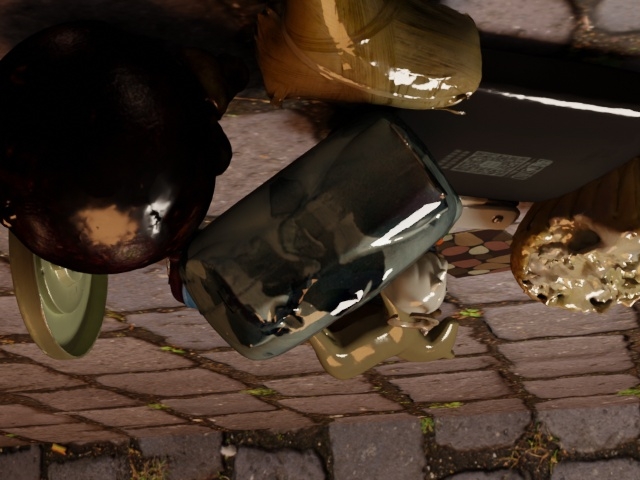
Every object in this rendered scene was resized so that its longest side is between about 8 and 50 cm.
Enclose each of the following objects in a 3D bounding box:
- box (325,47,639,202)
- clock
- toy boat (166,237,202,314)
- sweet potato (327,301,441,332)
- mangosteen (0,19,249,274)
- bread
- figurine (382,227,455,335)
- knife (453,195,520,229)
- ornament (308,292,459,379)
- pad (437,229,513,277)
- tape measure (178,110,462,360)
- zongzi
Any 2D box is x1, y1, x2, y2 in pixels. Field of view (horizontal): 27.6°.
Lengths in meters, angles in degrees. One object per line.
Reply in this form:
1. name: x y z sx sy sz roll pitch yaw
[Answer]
1. box: 0.174 -0.111 1.328 0.289 0.073 0.290 5 163 -21
2. clock: -0.278 0.013 1.419 0.029 0.235 0.235 -4 164 11
3. toy boat: -0.152 0.050 1.793 0.097 0.100 0.223 7 166 3
4. sweet potato: 0.081 0.132 2.179 0.281 0.059 0.067 4 172 -16
5. mangosteen: -0.171 -0.092 1.148 0.265 0.228 0.228 -30 175 -23
6. bread: 0.360 -0.008 1.572 0.274 0.149 0.274 0 158 0
7. figurine: 0.118 0.044 1.709 0.132 0.153 0.132 -1 163 0
8. knife: 0.128 -0.047 1.602 0.266 0.040 0.073 6 151 -24
9. ornament: 0.105 0.152 2.121 0.230 0.061 0.245 -28 132 4
10. pad: 0.227 0.020 1.907 0.158 0.003 0.235 -10 162 26
11. tape measure: 0.000 0.000 1.186 0.256 0.147 0.275 -35 -179 4
12. zongzi: 0.052 -0.180 1.055 0.195 0.099 0.197 2 156 -13
